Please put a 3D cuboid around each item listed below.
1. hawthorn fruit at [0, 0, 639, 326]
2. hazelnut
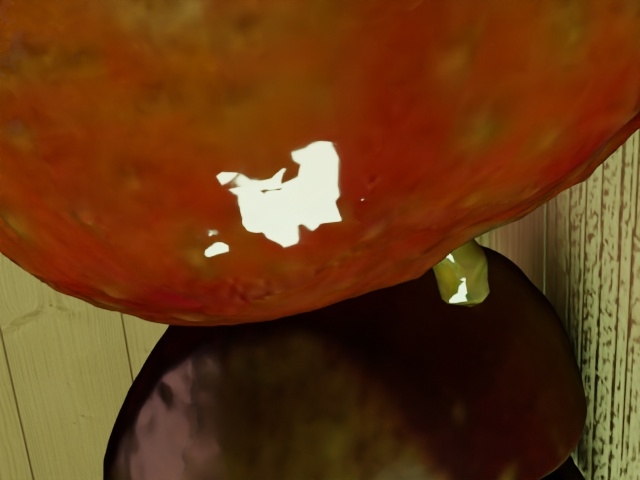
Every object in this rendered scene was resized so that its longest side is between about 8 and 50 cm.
[{"bbox_3d":[-0.015,-0.101,0.452,0.300,0.275,0.275,63,179,-17],"label":"hawthorn fruit"},{"bbox_3d":[0.013,0.113,0.652,0.217,0.217,0.252,-114,27,-65],"label":"hazelnut"}]
